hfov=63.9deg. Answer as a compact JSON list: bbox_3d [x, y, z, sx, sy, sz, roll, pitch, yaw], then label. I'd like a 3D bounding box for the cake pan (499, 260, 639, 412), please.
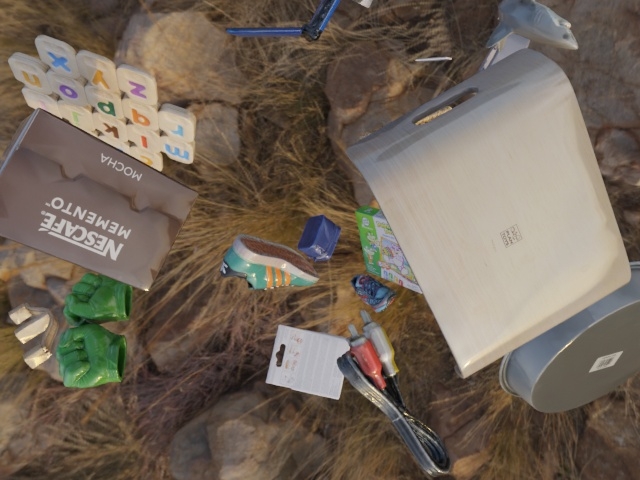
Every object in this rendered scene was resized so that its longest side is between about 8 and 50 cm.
[{"bbox_3d":[0.411,0.160,0.772,0.293,0.293,0.054,-53,40,21],"label":"cake pan"}]

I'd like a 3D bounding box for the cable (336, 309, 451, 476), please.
[{"bbox_3d":[0.122,0.247,0.809,0.072,0.139,0.287,-39,80,21],"label":"cable"}]

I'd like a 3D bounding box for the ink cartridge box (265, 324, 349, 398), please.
[{"bbox_3d":[-0.034,0.361,1.542,0.224,0.056,0.181,13,84,0],"label":"ink cartridge box"}]

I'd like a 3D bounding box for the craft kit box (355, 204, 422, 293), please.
[{"bbox_3d":[0.235,0.025,1.670,0.250,0.061,0.247,20,130,46],"label":"craft kit box"}]

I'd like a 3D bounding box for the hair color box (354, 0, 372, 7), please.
[{"bbox_3d":[0.099,-0.765,1.253,0.185,0.374,0.114,26,77,-1],"label":"hair color box"}]

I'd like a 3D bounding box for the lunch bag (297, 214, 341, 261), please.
[{"bbox_3d":[0.000,0.000,1.132,0.067,0.065,0.098,-5,59,54],"label":"lunch bag"}]

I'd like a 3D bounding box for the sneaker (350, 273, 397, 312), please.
[{"bbox_3d":[0.183,0.188,1.922,0.125,0.262,0.104,43,78,-17],"label":"sneaker"}]

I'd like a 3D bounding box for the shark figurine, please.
[{"bbox_3d":[0.370,-0.422,1.010,0.166,0.278,0.116,34,112,-15],"label":"shark figurine"}]

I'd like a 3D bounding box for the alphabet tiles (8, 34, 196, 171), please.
[{"bbox_3d":[-0.339,-0.208,0.827,0.284,0.278,0.021,18,65,-7],"label":"alphabet tiles"}]

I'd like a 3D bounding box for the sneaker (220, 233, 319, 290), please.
[{"bbox_3d":[-0.136,0.078,1.378,0.121,0.302,0.108,-49,45,18],"label":"sneaker"}]

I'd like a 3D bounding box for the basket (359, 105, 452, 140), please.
[{"bbox_3d":[0.273,-0.362,1.760,0.213,0.299,0.223,35,138,34],"label":"basket"}]

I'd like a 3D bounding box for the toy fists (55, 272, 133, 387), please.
[{"bbox_3d":[-0.521,0.198,1.174,0.142,0.096,0.279,-3,58,-7],"label":"toy fists"}]

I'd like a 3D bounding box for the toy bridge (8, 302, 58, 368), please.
[{"bbox_3d":[-0.479,0.145,0.865,0.188,0.063,0.026,27,146,49],"label":"toy bridge"}]

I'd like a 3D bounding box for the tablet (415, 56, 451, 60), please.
[{"bbox_3d":[0.292,-0.469,1.328,0.083,0.054,0.006,6,107,27],"label":"tablet"}]

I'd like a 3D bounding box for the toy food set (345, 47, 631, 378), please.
[{"bbox_3d":[0.190,-0.017,0.569,0.219,0.092,0.306,-29,109,0],"label":"toy food set"}]

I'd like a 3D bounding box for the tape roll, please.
[{"bbox_3d":[0.546,-0.538,1.568,0.072,0.219,0.219,27,108,1],"label":"tape roll"}]

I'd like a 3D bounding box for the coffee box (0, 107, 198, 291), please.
[{"bbox_3d":[-0.284,-0.054,0.599,0.297,0.168,0.119,16,78,57],"label":"coffee box"}]

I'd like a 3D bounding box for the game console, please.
[{"bbox_3d":[-0.063,-0.521,1.119,0.173,0.293,0.250,28,106,-14],"label":"game console"}]
